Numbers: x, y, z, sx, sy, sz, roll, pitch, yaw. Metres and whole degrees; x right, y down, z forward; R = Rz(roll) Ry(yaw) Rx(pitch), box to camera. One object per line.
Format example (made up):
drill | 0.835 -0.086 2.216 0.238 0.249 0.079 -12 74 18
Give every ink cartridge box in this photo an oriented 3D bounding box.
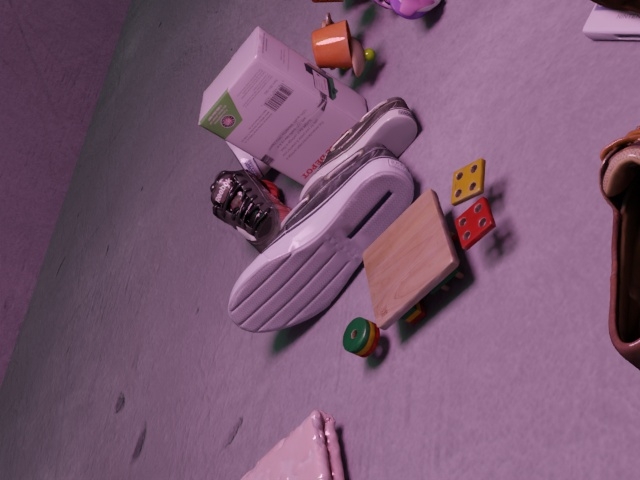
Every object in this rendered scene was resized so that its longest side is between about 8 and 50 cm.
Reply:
ink cartridge box | -0.056 -0.204 1.314 0.160 0.219 0.093 -42 32 33

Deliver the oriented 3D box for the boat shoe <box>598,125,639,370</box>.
boat shoe | 0.301 -0.049 0.696 0.123 0.123 0.342 -9 60 56

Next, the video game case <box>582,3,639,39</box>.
video game case | 0.385 -0.302 0.869 0.201 0.023 0.183 -63 29 0

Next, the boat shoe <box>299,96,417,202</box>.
boat shoe | 0.052 -0.121 1.223 0.219 0.077 0.070 -41 36 22

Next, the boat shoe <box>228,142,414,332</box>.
boat shoe | 0.000 0.000 1.186 0.335 0.121 0.119 -41 26 16

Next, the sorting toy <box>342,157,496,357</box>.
sorting toy | 0.123 0.022 1.010 0.274 0.046 0.132 -47 33 29

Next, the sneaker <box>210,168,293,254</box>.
sneaker | -0.109 -0.045 1.358 0.098 0.135 0.276 -56 31 9

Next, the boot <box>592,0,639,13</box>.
boot | 0.356 -0.305 0.822 0.165 0.077 0.213 -56 29 9

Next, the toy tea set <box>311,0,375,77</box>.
toy tea set | 0.051 -0.408 1.394 0.124 0.200 0.336 -8 69 9

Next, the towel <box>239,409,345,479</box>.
towel | -0.069 0.419 0.998 0.332 0.053 0.317 -47 33 27

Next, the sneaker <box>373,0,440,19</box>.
sneaker | 0.126 -0.405 1.321 0.104 0.095 0.236 -51 26 35

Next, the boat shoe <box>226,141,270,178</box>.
boat shoe | -0.130 -0.188 1.577 0.084 0.095 0.258 -32 35 -2
